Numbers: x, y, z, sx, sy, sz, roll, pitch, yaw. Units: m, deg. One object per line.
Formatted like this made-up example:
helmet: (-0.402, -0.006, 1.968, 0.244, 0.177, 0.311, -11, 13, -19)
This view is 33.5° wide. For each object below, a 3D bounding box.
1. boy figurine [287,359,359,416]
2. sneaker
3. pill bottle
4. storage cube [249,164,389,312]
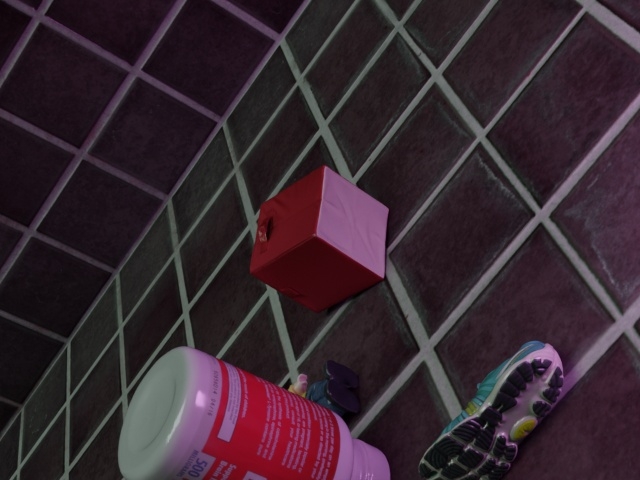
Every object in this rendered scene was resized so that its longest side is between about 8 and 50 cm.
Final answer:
boy figurine: (-0.047, 0.333, 1.998, 0.285, 0.092, 0.177, -38, 34, 32)
sneaker: (0.252, 0.259, 1.554, 0.275, 0.107, 0.110, -49, 9, 15)
pill bottle: (-0.097, 0.346, 1.714, 0.229, 0.407, 0.229, -43, 31, 35)
storage cube: (0.000, 0.000, 2.108, 0.193, 0.215, 0.184, -29, 39, 38)
